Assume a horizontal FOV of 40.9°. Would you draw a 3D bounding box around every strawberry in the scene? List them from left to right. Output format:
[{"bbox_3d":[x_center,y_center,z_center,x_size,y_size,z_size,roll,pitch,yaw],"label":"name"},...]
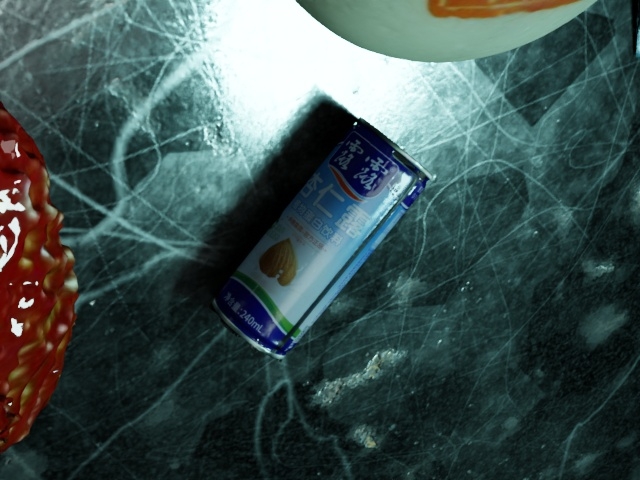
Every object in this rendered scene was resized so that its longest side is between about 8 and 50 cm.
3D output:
[{"bbox_3d":[-0.279,0.040,0.565,0.292,0.292,0.343,-34,128,-10],"label":"strawberry"}]

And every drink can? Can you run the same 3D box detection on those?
[{"bbox_3d":[0.000,0.000,0.837,0.235,0.097,0.097,-51,132,6],"label":"drink can"}]

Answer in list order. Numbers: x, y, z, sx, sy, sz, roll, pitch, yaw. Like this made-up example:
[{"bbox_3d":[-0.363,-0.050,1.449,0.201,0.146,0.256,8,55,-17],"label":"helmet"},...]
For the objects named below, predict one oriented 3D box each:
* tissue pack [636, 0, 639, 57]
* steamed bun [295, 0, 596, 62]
[{"bbox_3d":[0.416,-0.270,0.975,0.138,0.028,0.085,-27,130,-11],"label":"tissue pack"},{"bbox_3d":[0.125,-0.296,0.609,0.374,0.241,0.374,-22,135,-23],"label":"steamed bun"}]
